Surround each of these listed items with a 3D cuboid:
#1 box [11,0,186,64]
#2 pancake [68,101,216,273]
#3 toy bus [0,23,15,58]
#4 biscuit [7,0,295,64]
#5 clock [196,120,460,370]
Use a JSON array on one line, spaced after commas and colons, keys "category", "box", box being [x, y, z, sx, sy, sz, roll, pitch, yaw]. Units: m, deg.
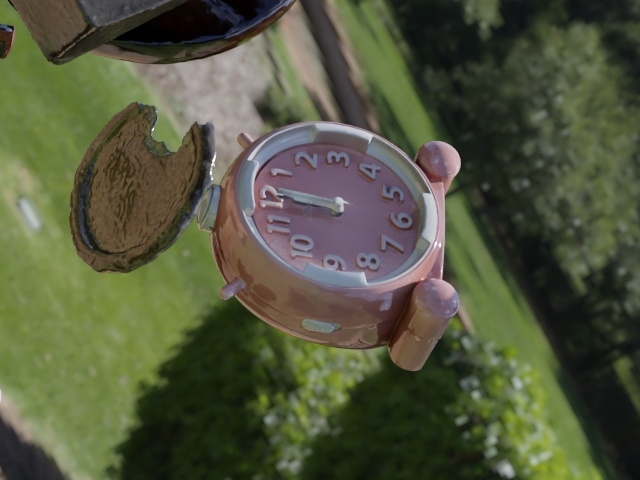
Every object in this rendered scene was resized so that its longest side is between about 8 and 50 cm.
[{"category": "box", "box": [-0.172, -0.307, 1.642, 0.184, 0.273, 0.143, 62, -30, -4]}, {"category": "pancake", "box": [-0.252, -0.083, 2.378, 0.033, 0.286, 0.288, 28, 36, -39]}, {"category": "toy bus", "box": [-0.400, -0.231, 1.926, 0.031, 0.110, 0.043, -109, -149, -66]}, {"category": "biscuit", "box": [-0.191, -0.379, 1.883, 0.407, 0.407, 0.091, 63, -16, 10]}, {"category": "clock", "box": [0.000, 0.000, 1.638, 0.142, 0.241, 0.227, 116, -18, -50]}]
